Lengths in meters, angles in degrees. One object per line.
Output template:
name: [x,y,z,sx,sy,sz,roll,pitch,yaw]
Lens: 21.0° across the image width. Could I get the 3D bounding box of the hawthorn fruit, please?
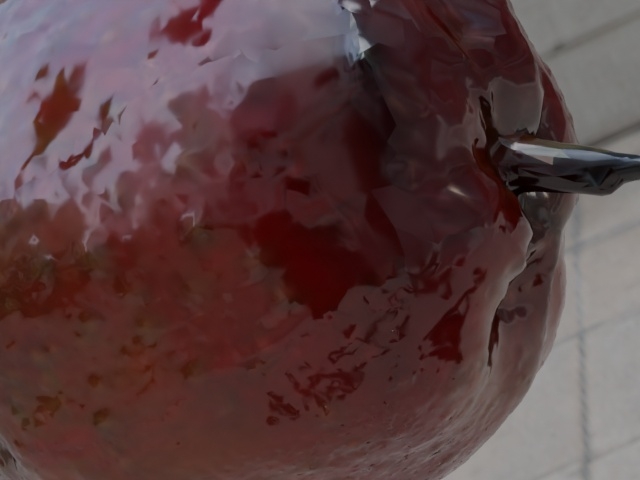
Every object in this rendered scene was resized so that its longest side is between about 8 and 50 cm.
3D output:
hawthorn fruit: [0.000,0.000,0.635,0.300,0.254,0.254,-1,20,23]
